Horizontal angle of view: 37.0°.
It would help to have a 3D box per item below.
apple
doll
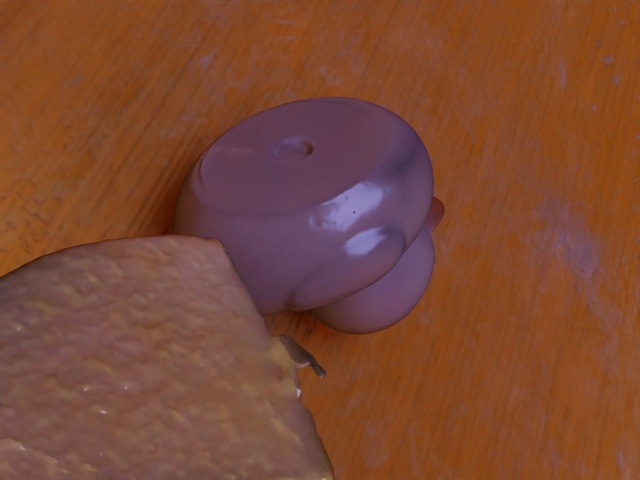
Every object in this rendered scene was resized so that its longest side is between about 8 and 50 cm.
[{"bbox_3d":[-0.129,0.181,0.555,0.252,0.309,0.314,28,36,6],"label":"apple"},{"bbox_3d":[0.000,0.000,0.824,0.251,0.221,0.221,-27,93,-22],"label":"doll"}]
